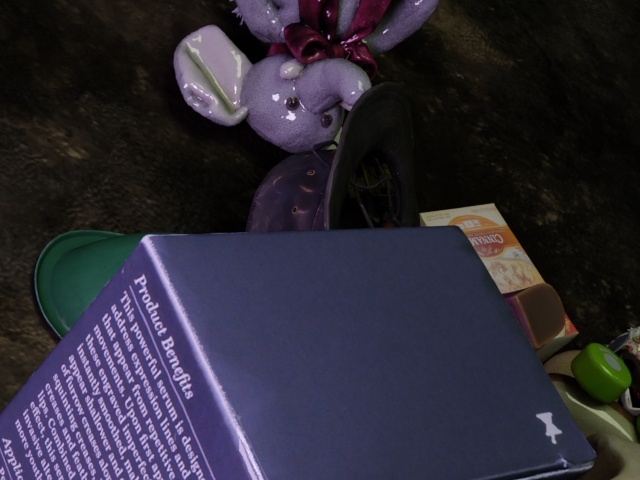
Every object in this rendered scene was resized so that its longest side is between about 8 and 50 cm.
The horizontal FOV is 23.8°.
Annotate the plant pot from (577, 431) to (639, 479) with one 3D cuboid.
[{"bbox_3d":[0.305,0.311,1.190,0.305,0.334,0.334,27,38,-3],"label":"plant pot"}]

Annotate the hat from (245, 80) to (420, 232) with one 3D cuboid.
[{"bbox_3d":[0.000,0.000,1.516,0.134,0.331,0.331,6,33,18],"label":"hat"}]

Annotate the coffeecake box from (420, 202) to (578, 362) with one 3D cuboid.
[{"bbox_3d":[0.183,0.056,1.711,0.142,0.068,0.185,-8,60,-48],"label":"coffeecake box"}]

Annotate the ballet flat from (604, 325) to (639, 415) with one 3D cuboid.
[{"bbox_3d":[0.397,0.205,1.769,0.077,0.091,0.241,-9,51,-12],"label":"ballet flat"}]

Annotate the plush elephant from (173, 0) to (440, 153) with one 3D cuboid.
[{"bbox_3d":[-0.007,-0.214,1.668,0.272,0.330,0.255,13,69,-32],"label":"plush elephant"}]

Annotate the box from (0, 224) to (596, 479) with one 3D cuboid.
[{"bbox_3d":[-0.065,0.187,1.073,0.293,0.395,0.212,-1,55,-44],"label":"box"}]

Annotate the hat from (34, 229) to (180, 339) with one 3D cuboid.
[{"bbox_3d":[-0.124,0.013,1.368,0.208,0.183,0.173,13,46,-34],"label":"hat"}]

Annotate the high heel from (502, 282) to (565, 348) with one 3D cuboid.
[{"bbox_3d":[0.071,0.127,1.456,0.377,0.181,0.127,-9,80,-48],"label":"high heel"}]

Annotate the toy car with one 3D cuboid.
[{"bbox_3d":[0.250,0.160,1.412,0.149,0.155,0.188,41,24,-3],"label":"toy car"}]
